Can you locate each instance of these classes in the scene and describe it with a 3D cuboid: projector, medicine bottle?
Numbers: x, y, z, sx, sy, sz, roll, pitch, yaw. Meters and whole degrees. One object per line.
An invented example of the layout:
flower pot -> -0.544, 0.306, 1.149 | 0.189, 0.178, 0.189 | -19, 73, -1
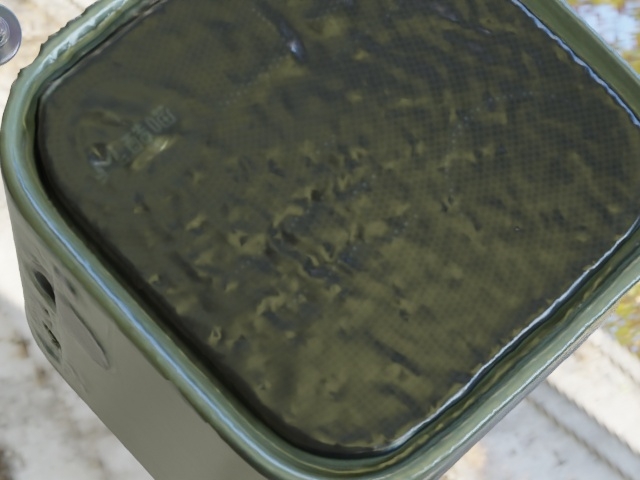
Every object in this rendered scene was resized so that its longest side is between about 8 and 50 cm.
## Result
projector -> 0.000, 0.000, 0.806 | 0.248, 0.248, 0.249 | 46, -17, 9
medicine bottle -> -0.288, -0.174, 1.411 | 0.199, 0.057, 0.058 | -175, -105, -73
